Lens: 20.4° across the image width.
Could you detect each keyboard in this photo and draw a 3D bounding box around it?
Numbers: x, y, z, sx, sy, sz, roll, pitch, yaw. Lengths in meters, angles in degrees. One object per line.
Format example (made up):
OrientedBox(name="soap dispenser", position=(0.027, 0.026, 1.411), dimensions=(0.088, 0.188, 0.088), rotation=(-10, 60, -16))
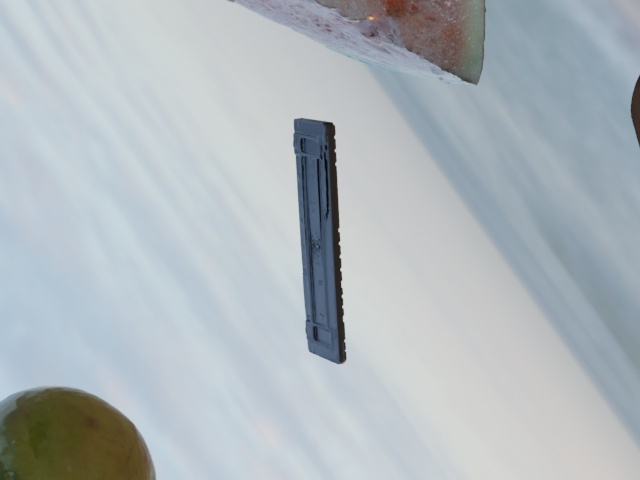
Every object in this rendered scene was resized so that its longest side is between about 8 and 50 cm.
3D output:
OrientedBox(name="keyboard", position=(0.000, 0.000, 1.498), dimensions=(0.061, 0.013, 0.204), rotation=(15, 112, 61))

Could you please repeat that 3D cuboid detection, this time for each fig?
OrientedBox(name="fig", position=(-0.330, 0.321, 2.196), dimensions=(0.258, 0.258, 0.326), rotation=(53, -175, -14))

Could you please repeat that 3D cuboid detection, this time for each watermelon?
OrientedBox(name="watermelon", position=(0.020, -0.238, 1.580), dimensions=(0.213, 0.201, 0.262), rotation=(13, 127, 53))

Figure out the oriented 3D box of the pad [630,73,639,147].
OrientedBox(name="pad", position=(0.306, -0.229, 1.656), dimensions=(0.055, 0.250, 0.323), rotation=(3, 147, 45))
